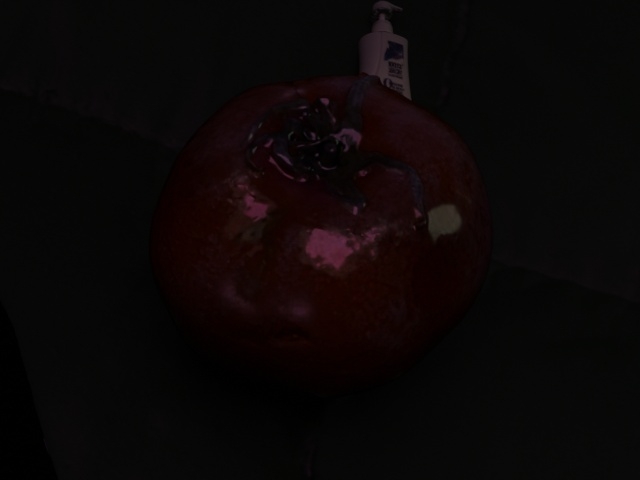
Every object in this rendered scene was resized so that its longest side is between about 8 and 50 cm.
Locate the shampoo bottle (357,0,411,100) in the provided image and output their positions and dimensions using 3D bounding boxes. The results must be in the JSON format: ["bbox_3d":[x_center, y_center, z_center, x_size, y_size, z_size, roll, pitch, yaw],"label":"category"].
[{"bbox_3d":[0.049,-0.136,1.162,0.049,0.034,0.141,0,57,0],"label":"shampoo bottle"}]

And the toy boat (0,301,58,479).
[{"bbox_3d":[-0.238,0.129,0.921,0.092,0.134,0.299,-28,61,7],"label":"toy boat"}]

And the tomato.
[{"bbox_3d":[0.004,0.002,0.981,0.232,0.188,0.232,4,52,-5],"label":"tomato"}]
